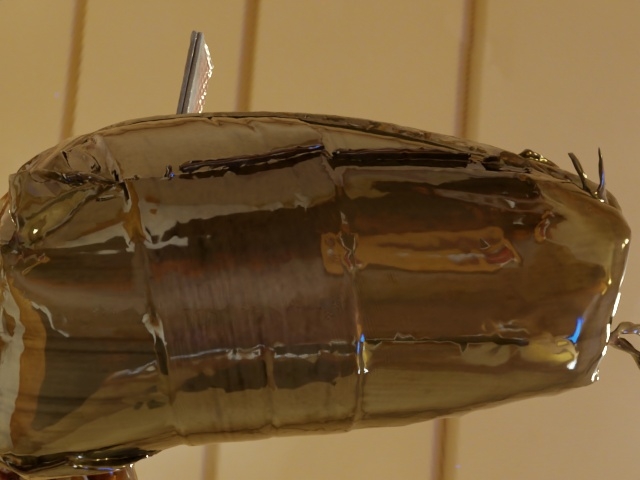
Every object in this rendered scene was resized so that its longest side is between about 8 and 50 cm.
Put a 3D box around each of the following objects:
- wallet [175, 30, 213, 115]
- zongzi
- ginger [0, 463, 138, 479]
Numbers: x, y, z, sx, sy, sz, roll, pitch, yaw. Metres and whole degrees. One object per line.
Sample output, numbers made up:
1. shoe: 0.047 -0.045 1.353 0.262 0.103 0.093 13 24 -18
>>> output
1. wallet: -0.139 -0.103 1.051 0.020 0.103 0.197 9 -100 1
2. zongzi: 0.000 -0.021 0.806 0.467 0.499 0.218 -117 -154 -65
3. ginger: -0.297 0.121 1.143 0.254 0.176 0.419 9 -90 5
